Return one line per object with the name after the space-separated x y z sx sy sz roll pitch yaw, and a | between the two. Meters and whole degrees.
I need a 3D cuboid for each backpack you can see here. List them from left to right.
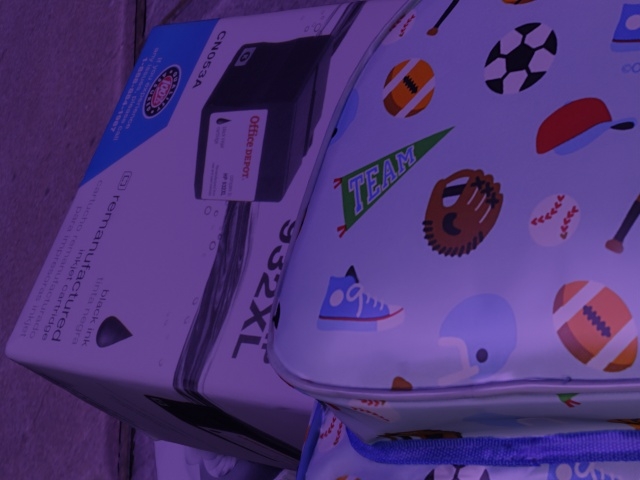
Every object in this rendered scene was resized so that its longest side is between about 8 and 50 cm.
0.118 -0.001 0.562 0.276 0.213 0.263 -3 52 30 | backpack

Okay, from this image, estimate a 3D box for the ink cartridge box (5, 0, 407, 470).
0.000 0.000 0.819 0.307 0.129 0.223 3 65 49 | ink cartridge box

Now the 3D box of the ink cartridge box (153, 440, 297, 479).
-0.028 0.068 0.957 0.224 0.045 0.223 -47 36 29 | ink cartridge box
